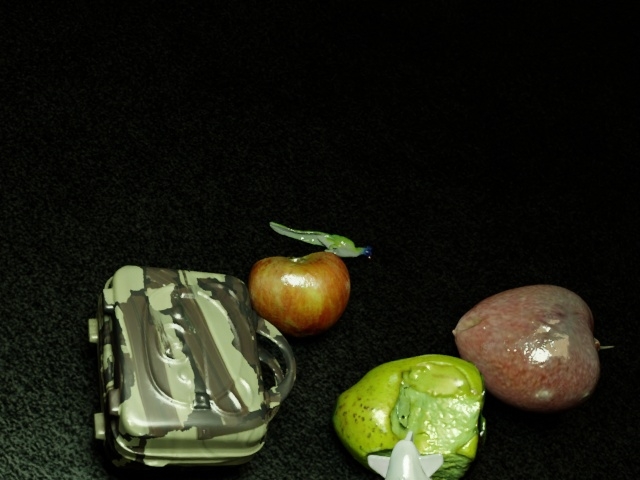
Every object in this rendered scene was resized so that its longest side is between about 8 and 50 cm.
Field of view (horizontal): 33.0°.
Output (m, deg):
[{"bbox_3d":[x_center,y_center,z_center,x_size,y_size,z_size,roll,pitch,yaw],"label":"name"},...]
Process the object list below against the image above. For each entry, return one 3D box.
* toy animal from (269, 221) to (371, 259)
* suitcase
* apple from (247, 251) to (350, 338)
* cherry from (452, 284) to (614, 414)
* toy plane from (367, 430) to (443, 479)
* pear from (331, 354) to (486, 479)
[{"bbox_3d":[0.001,0.009,2.163,0.217,0.041,0.075,13,32,-8],"label":"toy animal"},{"bbox_3d":[-0.212,0.224,1.830,0.339,0.194,0.351,5,53,-24],"label":"suitcase"},{"bbox_3d":[-0.037,0.095,2.000,0.195,0.173,0.160,-8,55,-20],"label":"apple"},{"bbox_3d":[0.400,0.206,2.046,0.308,0.221,0.261,6,44,0],"label":"cherry"},{"bbox_3d":[0.152,0.447,1.781,0.252,0.252,0.118,32,18,6],"label":"toy plane"},{"bbox_3d":[0.153,0.292,1.926,0.256,0.164,0.238,14,53,-8],"label":"pear"}]
